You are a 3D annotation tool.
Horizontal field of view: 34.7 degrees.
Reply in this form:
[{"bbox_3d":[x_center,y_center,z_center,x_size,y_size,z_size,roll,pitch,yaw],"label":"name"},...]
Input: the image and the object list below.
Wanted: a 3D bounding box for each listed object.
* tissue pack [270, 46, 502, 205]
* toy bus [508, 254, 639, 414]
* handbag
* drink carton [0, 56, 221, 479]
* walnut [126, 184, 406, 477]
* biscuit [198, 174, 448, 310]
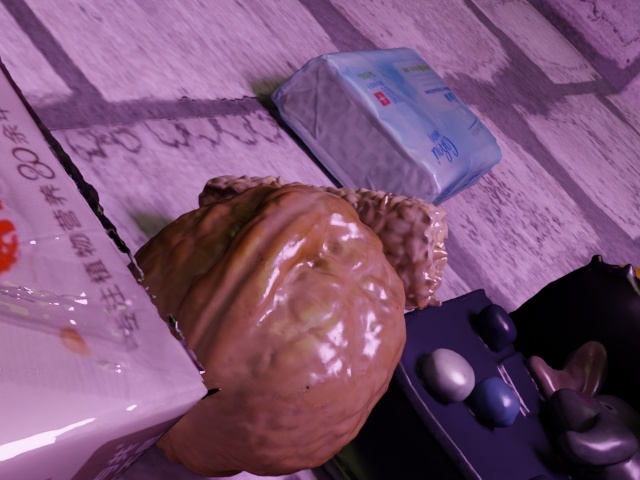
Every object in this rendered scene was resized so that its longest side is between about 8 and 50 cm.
[{"bbox_3d":[0.081,-0.116,1.042,0.177,0.089,0.263,49,26,7],"label":"tissue pack"},{"bbox_3d":[0.316,0.191,0.843,0.386,0.171,0.162,53,21,23],"label":"toy bus"},{"bbox_3d":[0.163,0.177,0.692,0.326,0.118,0.269,52,26,12],"label":"handbag"},{"bbox_3d":[-0.216,0.038,0.320,0.194,0.132,0.324,53,28,17],"label":"drink carton"},{"bbox_3d":[-0.036,0.048,0.549,0.155,0.155,0.184,43,34,-2],"label":"walnut"},{"bbox_3d":[0.000,0.000,0.663,0.168,0.082,0.070,4,7,17],"label":"biscuit"}]
